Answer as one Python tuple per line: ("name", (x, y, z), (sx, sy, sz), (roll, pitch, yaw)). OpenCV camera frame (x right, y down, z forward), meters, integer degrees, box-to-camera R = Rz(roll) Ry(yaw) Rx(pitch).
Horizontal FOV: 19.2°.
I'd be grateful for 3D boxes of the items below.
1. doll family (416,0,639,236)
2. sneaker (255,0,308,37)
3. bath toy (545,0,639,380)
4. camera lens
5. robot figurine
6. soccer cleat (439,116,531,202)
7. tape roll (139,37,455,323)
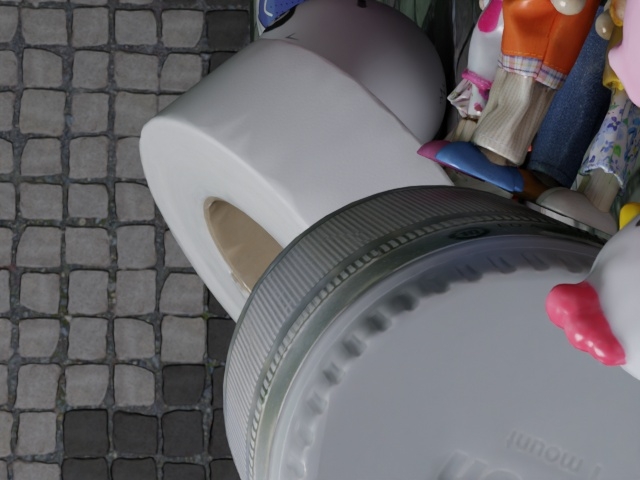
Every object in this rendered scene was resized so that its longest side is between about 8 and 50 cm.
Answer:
("doll family", (0.130, -0.090, 0.838), (0.263, 0.118, 0.163), (-106, 39, -86))
("sneaker", (0.020, -0.111, 1.797), (0.182, 0.127, 0.315), (-129, 33, -73))
("bath toy", (0.154, -0.076, 0.607), (0.151, 0.129, 0.348), (-98, 10, -48))
("camera lens", (0.071, 0.091, 0.889), (0.274, 0.219, 0.219), (-138, 49, -81))
("robot figurine", (0.009, -0.079, 1.580), (0.209, 0.174, 0.278), (51, 155, 24))
("soccer cleat", (0.094, -0.041, 1.292), (0.196, 0.076, 0.068), (104, 165, -61))
("tape roll", (0.000, 0.000, 1.320), (0.286, 0.100, 0.286), (43, 161, 19))
